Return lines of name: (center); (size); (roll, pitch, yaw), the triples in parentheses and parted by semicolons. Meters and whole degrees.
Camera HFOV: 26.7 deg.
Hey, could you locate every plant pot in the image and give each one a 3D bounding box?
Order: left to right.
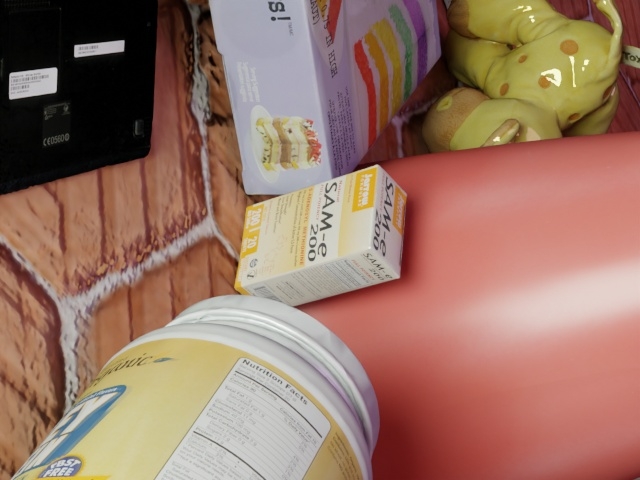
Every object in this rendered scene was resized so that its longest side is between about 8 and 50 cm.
plant pot: (0.155, 0.051, 0.895); (0.275, 0.243, 0.275); (34, 49, -49)

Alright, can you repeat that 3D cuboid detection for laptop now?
laptop: (-0.194, -0.162, 0.651); (0.234, 0.136, 0.264); (-24, 122, -59)

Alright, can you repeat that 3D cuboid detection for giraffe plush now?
giraffe plush: (0.156, -0.097, 1.074); (0.170, 0.210, 0.181); (-51, 128, -21)

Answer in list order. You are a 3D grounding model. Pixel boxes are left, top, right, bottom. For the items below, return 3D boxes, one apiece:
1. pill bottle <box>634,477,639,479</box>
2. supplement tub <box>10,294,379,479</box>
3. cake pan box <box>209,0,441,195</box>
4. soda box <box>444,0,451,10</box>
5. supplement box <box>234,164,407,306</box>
pill bottle: (0.242, 0.114, 1.142); (0.193, 0.108, 0.108); (57, 34, -25)
supplement tub: (-0.061, 0.127, 0.596); (0.144, 0.144, 0.199); (62, 31, -18)
cake pan box: (0.004, -0.197, 0.869); (0.246, 0.070, 0.267); (-55, 141, -56)
soda box: (0.118, -0.312, 1.186); (0.074, 0.069, 0.216); (-35, 105, -59)
supplement box: (0.000, 0.000, 0.805); (0.036, 0.098, 0.062); (43, 41, -41)
